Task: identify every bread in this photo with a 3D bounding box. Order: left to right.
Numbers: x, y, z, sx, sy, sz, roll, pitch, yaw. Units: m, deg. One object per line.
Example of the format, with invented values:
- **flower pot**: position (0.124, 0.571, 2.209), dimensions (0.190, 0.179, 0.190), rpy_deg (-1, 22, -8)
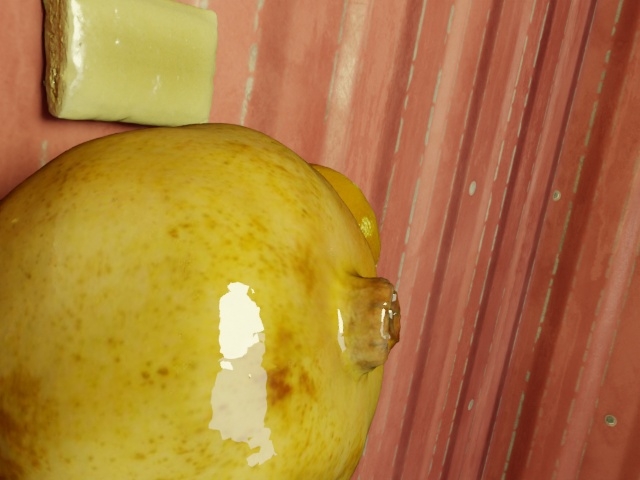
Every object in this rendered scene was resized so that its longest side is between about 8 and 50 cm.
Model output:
- **bread**: position (-0.193, -0.189, 0.603), dimensions (0.178, 0.060, 0.139), rpy_deg (-5, 107, -51)

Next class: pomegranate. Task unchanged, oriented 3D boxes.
- **pomegranate**: position (-0.109, 0.092, 0.542), dimensions (0.417, 0.417, 0.416), rpy_deg (-24, 122, -45)

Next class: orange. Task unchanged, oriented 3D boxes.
- **orange**: position (0.005, 0.003, 0.854), dimensions (0.179, 0.159, 0.237), rpy_deg (-42, 134, -32)
